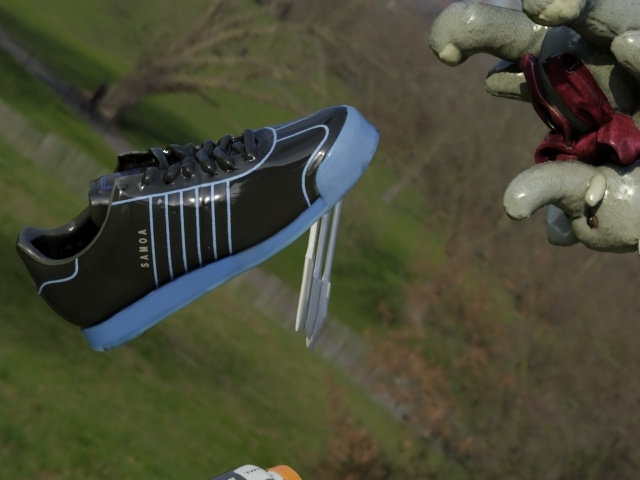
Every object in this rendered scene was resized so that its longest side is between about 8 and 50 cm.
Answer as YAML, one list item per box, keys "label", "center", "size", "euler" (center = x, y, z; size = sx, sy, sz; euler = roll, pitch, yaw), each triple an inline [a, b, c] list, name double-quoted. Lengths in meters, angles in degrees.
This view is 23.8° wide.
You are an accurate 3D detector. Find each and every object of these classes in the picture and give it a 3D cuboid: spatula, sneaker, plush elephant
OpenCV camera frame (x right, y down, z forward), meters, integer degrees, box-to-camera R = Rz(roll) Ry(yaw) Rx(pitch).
- label: "spatula"
  center: [0.000, 0.000, 1.760]
  size: [0.019, 0.242, 0.168]
  euler: [6, -12, 12]
- label: "sneaker"
  center: [-0.078, -0.025, 0.924]
  size: [0.090, 0.232, 0.081]
  euler: [51, 11, -25]
- label: "plush elephant"
  center: [0.275, -0.102, 1.527]
  size: [0.330, 0.255, 0.272]
  euler: [12, -7, -27]

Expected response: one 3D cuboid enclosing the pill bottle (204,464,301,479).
- label: "pill bottle"
  center: [-0.133, 0.392, 2.114]
  size: [0.245, 0.130, 0.130]
  euler: [-18, 50, -39]
